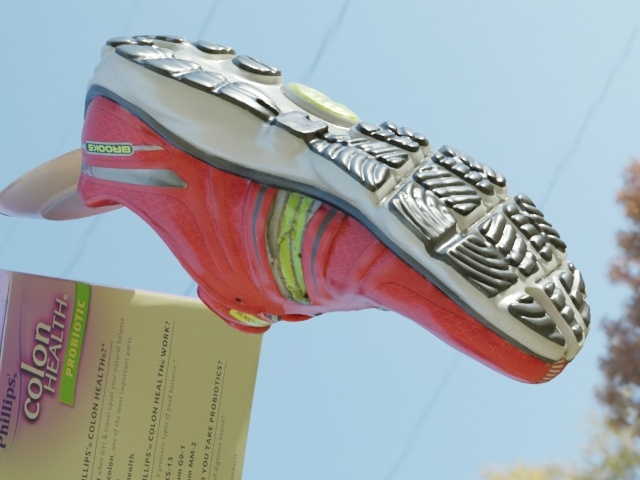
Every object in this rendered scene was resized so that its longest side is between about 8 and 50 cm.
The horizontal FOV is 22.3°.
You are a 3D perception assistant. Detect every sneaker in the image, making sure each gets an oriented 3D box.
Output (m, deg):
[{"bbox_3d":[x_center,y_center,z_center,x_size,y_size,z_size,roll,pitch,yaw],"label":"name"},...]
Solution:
[{"bbox_3d":[0.000,0.000,0.774,0.107,0.279,0.118,-20,-45,-56],"label":"sneaker"}]

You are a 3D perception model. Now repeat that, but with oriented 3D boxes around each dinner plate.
[{"bbox_3d":[-0.120,-0.035,0.945,0.141,0.141,0.017,-12,-101,-38],"label":"dinner plate"}]

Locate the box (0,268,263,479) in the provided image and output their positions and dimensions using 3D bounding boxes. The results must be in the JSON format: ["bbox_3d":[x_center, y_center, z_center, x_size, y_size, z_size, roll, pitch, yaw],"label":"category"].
[{"bbox_3d":[-0.161,0.130,0.993,0.243,0.117,0.214,12,-95,-57],"label":"box"}]
